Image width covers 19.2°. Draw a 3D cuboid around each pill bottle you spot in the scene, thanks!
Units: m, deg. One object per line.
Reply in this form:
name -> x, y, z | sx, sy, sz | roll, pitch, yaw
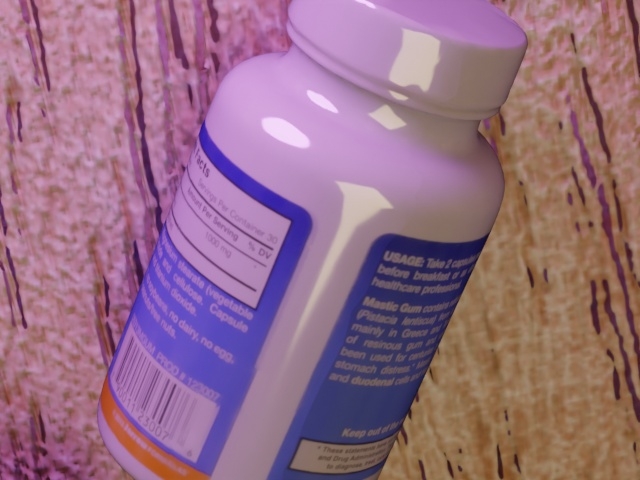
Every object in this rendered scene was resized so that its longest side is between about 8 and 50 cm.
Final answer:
pill bottle -> 0.000, 0.000, 0.942 | 0.152, 0.152, 0.272 | 18, 111, -14
